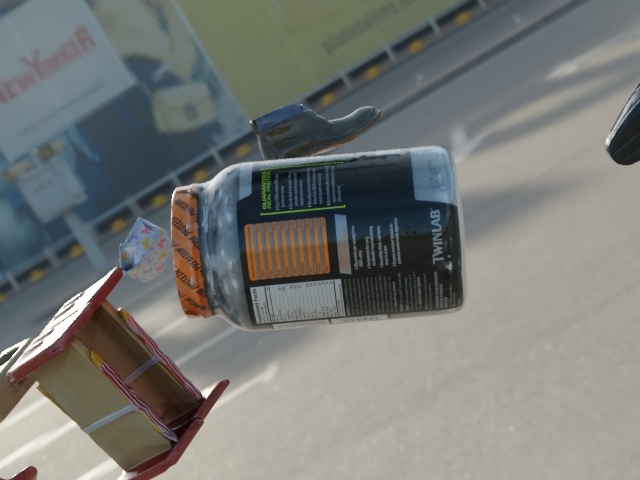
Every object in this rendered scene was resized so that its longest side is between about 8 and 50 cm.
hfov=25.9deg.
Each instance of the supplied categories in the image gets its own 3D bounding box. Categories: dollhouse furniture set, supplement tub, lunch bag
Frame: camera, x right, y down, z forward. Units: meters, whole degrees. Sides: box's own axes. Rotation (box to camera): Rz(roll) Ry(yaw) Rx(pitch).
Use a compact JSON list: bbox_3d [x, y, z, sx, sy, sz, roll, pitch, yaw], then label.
[{"bbox_3d":[-0.321,0.212,1.681,0.374,0.201,0.152,-30,17,37],"label":"dollhouse furniture set"},{"bbox_3d":[0.000,0.000,1.559,0.316,0.193,0.193,-4,8,3],"label":"supplement tub"},{"bbox_3d":[-0.253,0.017,2.006,0.083,0.053,0.071,-62,-26,-1],"label":"lunch bag"}]

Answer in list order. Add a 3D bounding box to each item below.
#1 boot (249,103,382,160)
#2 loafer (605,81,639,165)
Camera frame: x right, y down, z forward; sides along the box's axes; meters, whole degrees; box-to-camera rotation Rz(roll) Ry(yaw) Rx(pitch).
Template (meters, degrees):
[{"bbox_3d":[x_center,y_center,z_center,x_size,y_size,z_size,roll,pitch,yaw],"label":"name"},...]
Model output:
[{"bbox_3d":[-0.007,-0.184,2.173,0.219,0.106,0.082,-33,5,-27],"label":"boot"},{"bbox_3d":[0.357,-0.149,1.463,0.170,0.062,0.061,-46,23,-3],"label":"loafer"}]
